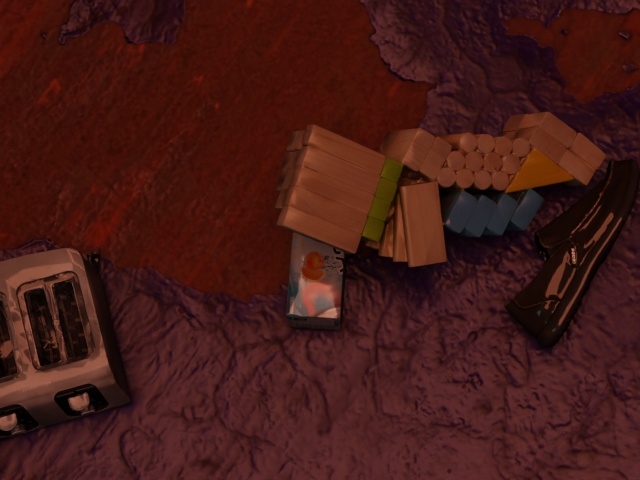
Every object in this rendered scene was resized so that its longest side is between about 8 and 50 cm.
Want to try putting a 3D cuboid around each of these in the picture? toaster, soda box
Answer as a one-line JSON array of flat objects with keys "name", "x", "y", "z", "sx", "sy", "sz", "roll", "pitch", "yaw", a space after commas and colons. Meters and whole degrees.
[{"name": "toaster", "x": -0.297, "y": 0.101, "z": 1.737, "sx": 0.168, "sy": 0.110, "sz": 0.185, "roll": -15, "pitch": 75, "yaw": -2}, {"name": "soda box", "x": 0.000, "y": 0.000, "z": 1.772, "sx": 0.058, "sy": 0.063, "sz": 0.183, "roll": 3, "pitch": 75, "yaw": 3}]

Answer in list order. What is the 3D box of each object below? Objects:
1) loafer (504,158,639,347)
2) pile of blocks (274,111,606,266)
[{"name": "loafer", "x": 0.262, "y": 0.001, "z": 1.750, "sx": 0.078, "sy": 0.080, "sz": 0.220, "roll": 29, "pitch": 79, "yaw": 9}, {"name": "pile of blocks", "x": 0.112, "y": -0.052, "z": 1.742, "sx": 0.362, "sy": 0.113, "sz": 0.148, "roll": -5, "pitch": 93, "yaw": -20}]
